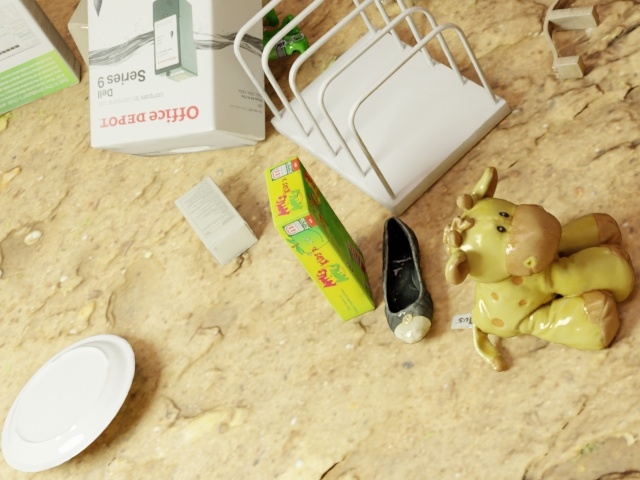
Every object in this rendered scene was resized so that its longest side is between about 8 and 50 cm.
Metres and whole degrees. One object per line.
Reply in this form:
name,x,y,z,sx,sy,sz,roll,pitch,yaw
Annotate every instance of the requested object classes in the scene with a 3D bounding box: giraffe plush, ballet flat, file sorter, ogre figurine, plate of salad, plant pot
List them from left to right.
plate of salad,-0.296,0.197,1.845,0.200,0.048,0.200,-26,36,21
plant pot,-0.289,-0.311,2.257,0.096,0.109,0.109,8,56,22
ogre figurine,-0.104,-0.283,2.128,0.118,0.097,0.197,-25,56,-16
file sorter,0.052,-0.202,1.896,0.193,0.173,0.278,-42,43,-9
ballet flat,0.090,0.046,1.740,0.057,0.049,0.173,-22,44,14
giraffe plush,0.204,0.015,1.608,0.210,0.170,0.181,-21,45,14

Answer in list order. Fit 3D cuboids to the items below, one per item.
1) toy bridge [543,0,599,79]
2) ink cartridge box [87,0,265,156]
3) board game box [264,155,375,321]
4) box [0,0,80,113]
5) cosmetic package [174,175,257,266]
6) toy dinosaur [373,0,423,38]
toy bridge,0.310,-0.274,1.908,0.063,0.026,0.188,-3,51,31
ink cartridge box,-0.190,-0.265,2.031,0.211,0.121,0.289,-6,84,32
board game box,0.000,0.000,1.739,0.043,0.181,0.092,-24,44,11
box,-0.528,-0.315,2.242,0.232,0.322,0.058,-20,40,15
cosmetic package,-0.132,-0.025,1.945,0.060,0.041,0.115,-35,43,-2
toy dinosaur,0.111,-0.348,2.077,0.093,0.053,0.183,-5,50,26
